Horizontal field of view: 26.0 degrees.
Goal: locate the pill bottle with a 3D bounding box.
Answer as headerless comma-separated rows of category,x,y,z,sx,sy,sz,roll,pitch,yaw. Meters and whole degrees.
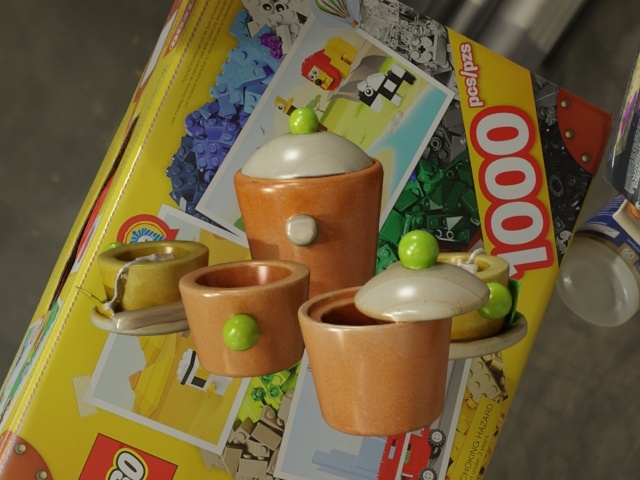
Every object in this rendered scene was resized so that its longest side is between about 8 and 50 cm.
pill bottle,0.303,0.000,1.322,0.169,0.094,0.094,-38,-7,-32

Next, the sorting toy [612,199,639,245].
sorting toy,0.274,-0.036,1.173,0.062,0.083,0.012,-52,36,-3

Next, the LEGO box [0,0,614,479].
LEGO box,-0.025,0.050,1.177,0.500,0.373,0.193,-68,15,-12

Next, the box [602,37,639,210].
box,0.312,-0.083,1.022,0.270,0.165,0.143,-40,-37,-80

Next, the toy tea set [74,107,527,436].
toy tea set,0.000,0.000,0.786,0.336,0.200,0.124,15,113,56
